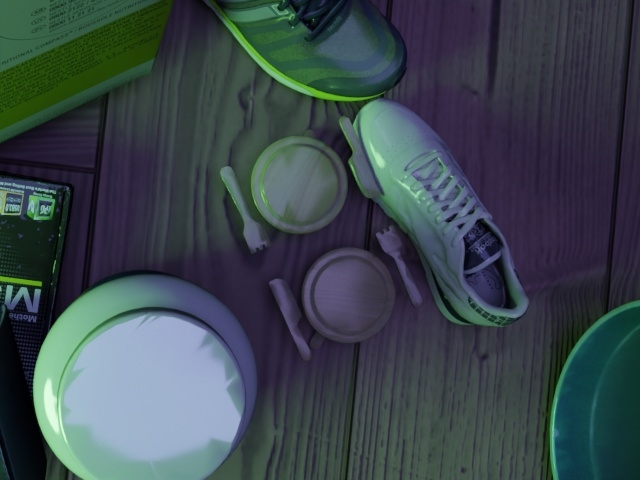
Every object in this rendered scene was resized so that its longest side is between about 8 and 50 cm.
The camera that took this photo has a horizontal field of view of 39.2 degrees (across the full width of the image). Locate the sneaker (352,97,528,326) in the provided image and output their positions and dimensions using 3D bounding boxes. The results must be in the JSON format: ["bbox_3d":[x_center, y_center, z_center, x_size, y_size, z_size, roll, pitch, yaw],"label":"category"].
[{"bbox_3d":[0.112,-0.029,0.807,0.090,0.095,0.235,-34,95,-9],"label":"sneaker"}]

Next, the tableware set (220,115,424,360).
[{"bbox_3d":[0.000,0.000,0.810,0.128,0.039,0.194,-24,94,-11],"label":"tableware set"}]

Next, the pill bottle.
[{"bbox_3d":[-0.129,0.098,0.661,0.152,0.272,0.152,0,89,-12],"label":"pill bottle"}]

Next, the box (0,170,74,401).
[{"bbox_3d":[-0.309,0.028,0.727,0.190,0.045,0.184,10,94,-12],"label":"box"}]

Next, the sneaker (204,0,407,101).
[{"bbox_3d":[-0.048,-0.227,0.761,0.300,0.121,0.111,35,83,-10],"label":"sneaker"}]

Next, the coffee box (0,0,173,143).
[{"bbox_3d":[-0.309,-0.239,0.555,0.338,0.334,0.338,-29,88,-21],"label":"coffee box"}]

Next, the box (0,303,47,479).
[{"bbox_3d":[-0.327,0.150,0.670,0.207,0.108,0.153,-8,110,-7],"label":"box"}]

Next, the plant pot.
[{"bbox_3d":[0.391,0.189,0.791,0.255,0.271,0.272,3,88,-26],"label":"plant pot"}]
